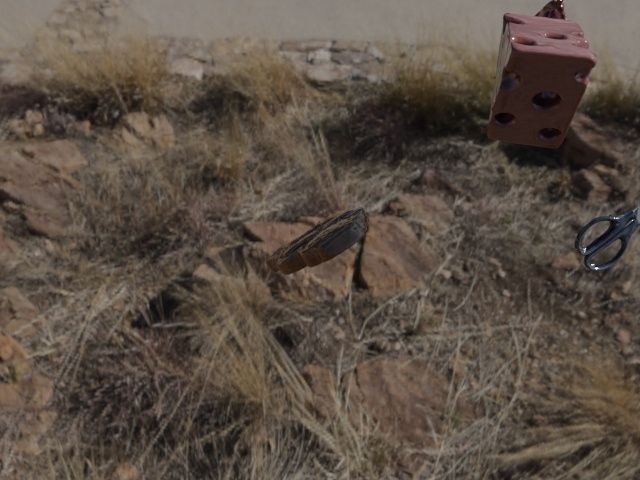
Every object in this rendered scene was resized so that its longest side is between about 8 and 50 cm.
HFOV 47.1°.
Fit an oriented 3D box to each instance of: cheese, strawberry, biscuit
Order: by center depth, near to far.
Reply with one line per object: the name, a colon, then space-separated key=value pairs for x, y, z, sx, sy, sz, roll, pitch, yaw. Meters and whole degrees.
cheese: x=0.320 y=-0.270 z=1.092 sx=0.128 sy=0.203 sz=0.177 roll=7 pitch=61 yaw=6
biscuit: x=-0.002 y=-0.003 z=1.263 sx=0.186 sy=0.295 sz=0.044 roll=-37 pitch=98 yaw=-15
strawberry: x=0.392 y=-0.346 z=1.322 sx=0.085 sy=0.192 sz=0.140 roll=35 pitch=31 yaw=-2

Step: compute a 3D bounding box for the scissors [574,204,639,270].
scissors: x=0.631 y=-0.055 z=1.448 sx=0.300 sy=0.109 sz=0.022 roll=-38 pitch=22 yaw=-4
